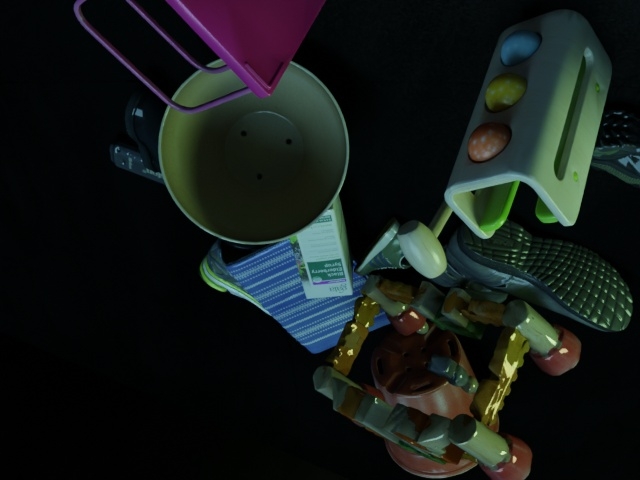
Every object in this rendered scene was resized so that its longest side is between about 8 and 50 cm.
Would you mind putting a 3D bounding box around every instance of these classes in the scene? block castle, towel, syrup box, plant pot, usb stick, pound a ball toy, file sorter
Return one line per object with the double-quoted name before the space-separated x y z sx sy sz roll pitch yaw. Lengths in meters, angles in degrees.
"block castle" 0.227 0.250 1.539 0.213 0.303 0.453 39 162 -35
"towel" -0.006 0.105 1.746 0.243 0.040 0.336 -26 128 21
"syrup box" 0.000 0.000 1.550 0.093 0.096 0.237 -5 135 8
"plant pot" -0.099 -0.143 1.315 0.284 0.284 0.191 25 -175 -2
"usb stick" -0.288 -0.133 1.646 0.278 0.045 0.077 21 151 6
"pound a ball toy" 0.213 -0.124 1.020 0.208 0.319 0.136 -10 136 45
"plant pot" 0.241 0.339 1.839 0.272 0.272 0.265 6 137 29
"file sorter" -0.119 -0.325 0.972 0.182 0.291 0.202 -7 139 47

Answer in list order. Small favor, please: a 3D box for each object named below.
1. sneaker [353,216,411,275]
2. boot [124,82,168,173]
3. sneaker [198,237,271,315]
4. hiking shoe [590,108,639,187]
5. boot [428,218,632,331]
"sneaker" 0.134 0.033 1.587 0.086 0.064 0.192 31 146 -3
"boot" -0.230 -0.170 1.492 0.207 0.094 0.246 21 155 10
"sneaker" -0.121 0.083 1.820 0.299 0.111 0.121 20 142 -2
"hiking shoe" 0.465 -0.115 1.115 0.226 0.086 0.114 16 164 24
"boot" 0.363 0.072 1.472 0.338 0.118 0.223 31 157 1
